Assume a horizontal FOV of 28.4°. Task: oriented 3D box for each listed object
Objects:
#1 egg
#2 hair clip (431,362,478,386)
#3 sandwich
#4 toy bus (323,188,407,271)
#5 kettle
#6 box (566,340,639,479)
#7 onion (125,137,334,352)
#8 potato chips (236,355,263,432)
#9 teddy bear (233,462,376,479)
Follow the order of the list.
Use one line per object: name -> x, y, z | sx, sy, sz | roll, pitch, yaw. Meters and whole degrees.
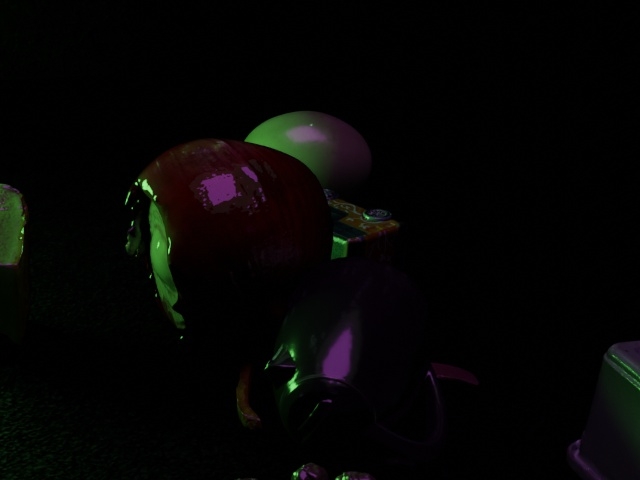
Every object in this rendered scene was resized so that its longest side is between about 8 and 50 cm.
egg -> -0.032, -0.150, 2.528 | 0.269, 0.219, 0.219 | 6, 20, -6
hair clip -> 0.167, 0.201, 1.885 | 0.137, 0.022, 0.054 | 3, 17, -4
sandwich -> -0.502, 0.043, 1.945 | 0.108, 0.186, 0.220 | 1, 37, -11
toy bus -> 0.000, 0.000, 2.241 | 0.275, 0.138, 0.167 | 24, 30, 39
kettle -> 0.059, 0.188, 1.686 | 0.268, 0.207, 0.290 | 31, 26, -5
box -> 0.453, 0.255, 1.562 | 0.175, 0.182, 0.312 | -3, 22, -19
onion -> -0.132, -0.001, 1.908 | 0.341, 0.341, 0.341 | 4, 20, -1
potato chips -> -0.103, 0.213, 1.792 | 0.037, 0.026, 0.204 | 5, 19, -7
teddy bear -> -0.030, 0.327, 1.355 | 0.190, 0.177, 0.140 | 10, -24, 14
